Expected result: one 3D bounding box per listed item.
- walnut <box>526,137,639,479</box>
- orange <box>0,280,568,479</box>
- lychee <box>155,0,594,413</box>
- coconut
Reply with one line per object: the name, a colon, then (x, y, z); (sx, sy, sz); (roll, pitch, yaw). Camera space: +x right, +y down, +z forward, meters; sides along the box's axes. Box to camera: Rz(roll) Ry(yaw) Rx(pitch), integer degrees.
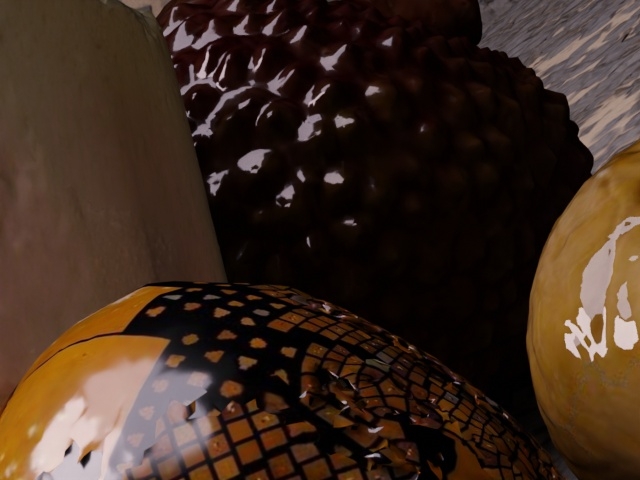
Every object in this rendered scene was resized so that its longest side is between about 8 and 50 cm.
walnut: (0.157, 0.025, 0.623); (0.159, 0.159, 0.206); (-32, 9, 38)
orange: (-0.014, 0.119, 0.583); (0.182, 0.234, 0.234); (-42, 9, -12)
lychee: (0.000, 0.000, 0.955); (0.306, 0.306, 0.330); (-173, 106, -79)
coconut: (-0.153, 0.024, 0.739); (0.239, 0.244, 0.239); (-9, -6, -1)
